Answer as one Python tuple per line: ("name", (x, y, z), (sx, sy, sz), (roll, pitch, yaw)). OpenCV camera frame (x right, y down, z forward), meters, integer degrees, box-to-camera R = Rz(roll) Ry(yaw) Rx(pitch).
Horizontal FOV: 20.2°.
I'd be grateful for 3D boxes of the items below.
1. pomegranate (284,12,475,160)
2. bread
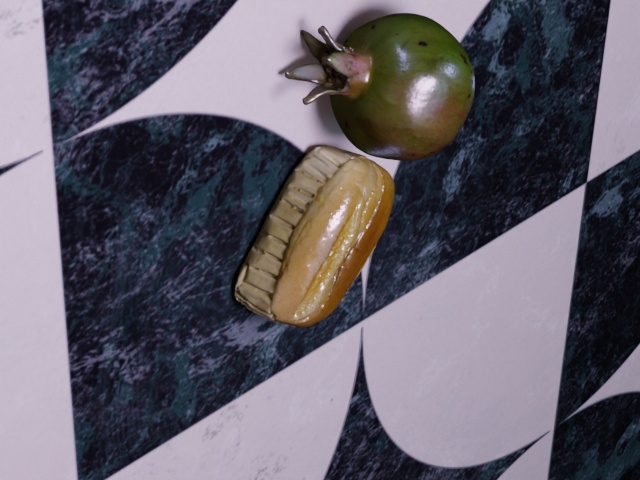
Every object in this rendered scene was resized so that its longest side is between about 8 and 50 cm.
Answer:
("pomegranate", (0.071, -0.187, 2.130), (0.224, 0.181, 0.181), (8, 110, -36))
("bread", (0.000, 0.000, 2.226), (0.140, 0.106, 0.236), (24, 96, -58))
